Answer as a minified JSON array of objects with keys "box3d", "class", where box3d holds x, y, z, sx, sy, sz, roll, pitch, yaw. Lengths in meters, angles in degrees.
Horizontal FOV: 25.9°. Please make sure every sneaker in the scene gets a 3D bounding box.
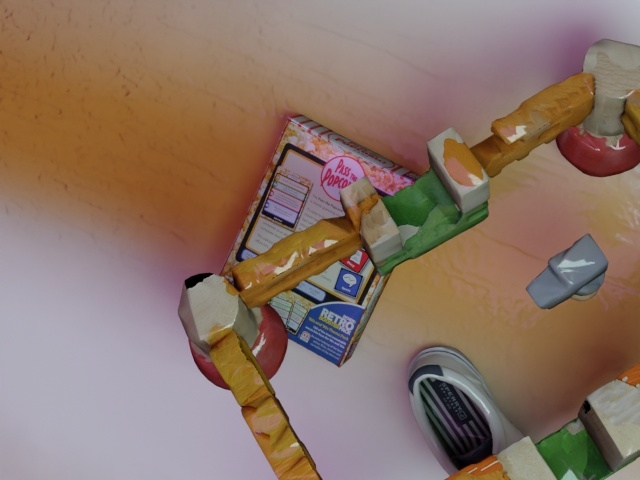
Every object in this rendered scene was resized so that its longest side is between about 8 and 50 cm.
[{"box3d":[0.158,0.216,1.276,0.094,0.091,0.258,-40,87,19],"class":"sneaker"}]

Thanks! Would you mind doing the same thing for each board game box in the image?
[{"box3d":[0.000,0.000,1.310,0.147,0.045,0.193,29,106,10],"class":"board game box"}]

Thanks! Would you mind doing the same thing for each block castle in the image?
[{"box3d":[0.138,0.074,1.141,0.453,0.213,0.303,-30,73,-2],"class":"block castle"}]
